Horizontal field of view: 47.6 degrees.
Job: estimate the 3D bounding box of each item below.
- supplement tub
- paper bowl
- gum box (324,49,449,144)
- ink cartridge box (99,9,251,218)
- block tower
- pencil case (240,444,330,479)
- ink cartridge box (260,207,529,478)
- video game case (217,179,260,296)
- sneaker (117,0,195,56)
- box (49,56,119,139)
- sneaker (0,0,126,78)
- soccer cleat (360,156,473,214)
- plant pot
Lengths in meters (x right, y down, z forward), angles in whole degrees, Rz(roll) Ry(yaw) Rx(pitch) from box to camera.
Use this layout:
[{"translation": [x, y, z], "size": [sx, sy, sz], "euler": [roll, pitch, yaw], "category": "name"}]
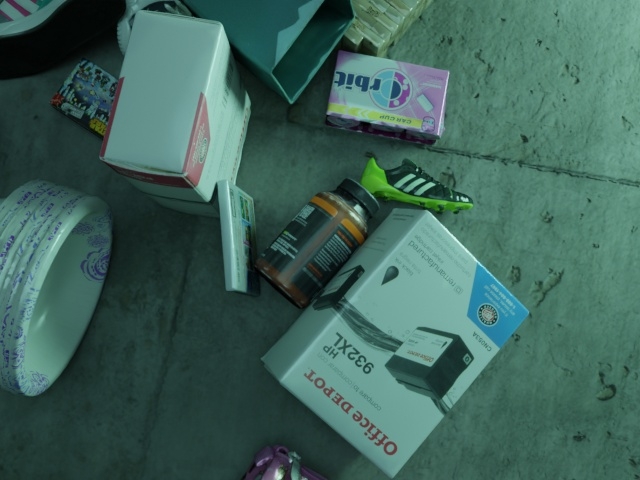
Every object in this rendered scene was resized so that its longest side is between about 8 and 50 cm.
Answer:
[{"translation": [0.000, 0.000, 1.092], "size": [0.106, 0.106, 0.198], "euler": [42, 83, 5], "category": "supplement tub"}, {"translation": [-0.403, 0.055, 0.982], "size": [0.148, 0.284, 0.284], "euler": [18, 81, 2], "category": "paper bowl"}, {"translation": [0.109, -0.223, 1.149], "size": [0.188, 0.062, 0.107], "euler": [10, 81, 0], "category": "gum box"}, {"translation": [-0.189, -0.160, 1.022], "size": [0.117, 0.283, 0.207], "euler": [10, 81, 4], "category": "ink cartridge box"}, {"translation": [0.150, -0.428, 1.168], "size": [0.091, 0.097, 0.335], "euler": [40, 84, 4], "category": "block tower"}, {"translation": [0.049, 0.439, 1.004], "size": [0.386, 0.167, 0.160], "euler": [29, 49, 3], "category": "pencil case"}, {"translation": [0.104, 0.139, 1.036], "size": [0.223, 0.129, 0.307], "euler": [43, 82, -13], "category": "ink cartridge box"}, {"translation": [-0.118, 0.001, 1.069], "size": [0.019, 0.143, 0.157], "euler": [-7, 81, 8], "category": "video game case"}, {"translation": [-0.208, -0.373, 1.147], "size": [0.153, 0.094, 0.235], "euler": [23, 71, 11], "category": "sneaker"}, {"translation": [-0.346, -0.216, 1.154], "size": [0.137, 0.027, 0.094], "euler": [33, 83, 3], "category": "box"}, {"translation": [-0.443, -0.382, 1.124], "size": [0.296, 0.124, 0.178], "euler": [-21, 68, 15], "category": "sneaker"}, {"translation": [0.153, -0.087, 1.133], "size": [0.179, 0.060, 0.072], "euler": [12, 80, 3], "category": "soccer cleat"}, {"translation": [-0.099, -0.344, 1.038], "size": [0.234, 0.165, 0.165], "euler": [36, 91, 9], "category": "plant pot"}]
